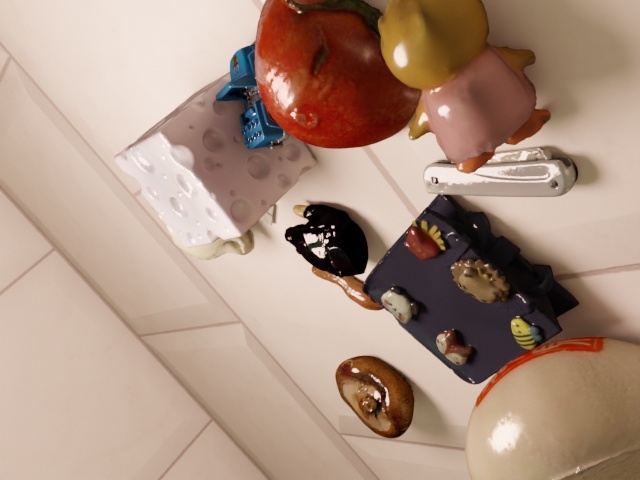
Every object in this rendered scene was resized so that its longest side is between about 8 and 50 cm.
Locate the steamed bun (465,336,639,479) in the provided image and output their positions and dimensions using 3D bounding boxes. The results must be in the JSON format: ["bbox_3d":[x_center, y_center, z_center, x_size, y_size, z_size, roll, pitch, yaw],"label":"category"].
[{"bbox_3d":[0.406,0.291,1.157,0.374,0.374,0.241,98,158,-55],"label":"steamed bun"}]

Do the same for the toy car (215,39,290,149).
[{"bbox_3d":[-0.122,-0.249,1.251,0.097,0.100,0.191,-16,88,64],"label":"toy car"}]

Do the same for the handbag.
[{"bbox_3d":[0.256,0.094,1.285,0.303,0.122,0.329,41,149,5],"label":"handbag"}]

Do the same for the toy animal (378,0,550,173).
[{"bbox_3d":[0.173,-0.226,0.931,0.195,0.169,0.281,-31,102,15],"label":"toy animal"}]

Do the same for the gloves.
[{"bbox_3d":[0.000,0.000,1.483,0.203,0.124,0.164,-6,107,43],"label":"gloves"}]

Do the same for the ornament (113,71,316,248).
[{"bbox_3d":[-0.205,-0.158,1.389,0.239,0.240,0.240,-11,120,53],"label":"ornament"}]

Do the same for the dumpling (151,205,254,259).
[{"bbox_3d":[-0.270,-0.044,1.675,0.258,0.193,0.147,25,112,-8],"label":"dumpling"}]

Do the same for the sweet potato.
[{"bbox_3d":[0.056,0.099,1.601,0.214,0.050,0.050,29,148,30],"label":"sweet potato"}]

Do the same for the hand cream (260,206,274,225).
[{"bbox_3d":[-0.207,-0.111,1.649,0.234,0.050,0.080,30,147,13],"label":"hand cream"}]

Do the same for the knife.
[{"bbox_3d":[0.268,-0.103,1.100,0.265,0.040,0.073,2,120,49],"label":"knife"}]

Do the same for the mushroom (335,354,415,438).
[{"bbox_3d":[0.143,0.384,1.788,0.231,0.138,0.194,46,165,17],"label":"mushroom"}]

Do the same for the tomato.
[{"bbox_3d":[-0.005,-0.245,1.107,0.309,0.170,0.309,30,148,21],"label":"tomato"}]
